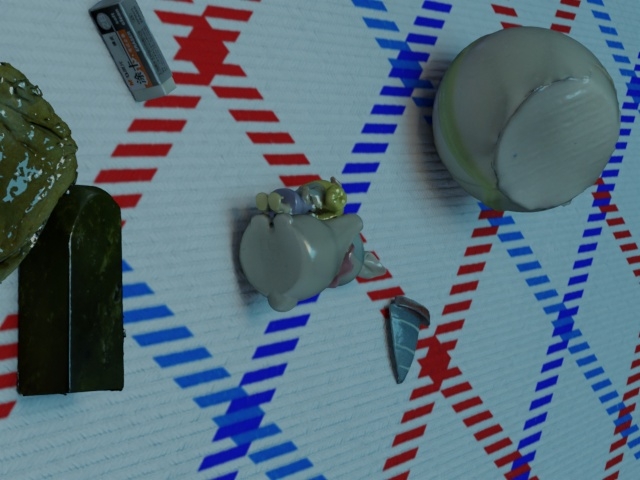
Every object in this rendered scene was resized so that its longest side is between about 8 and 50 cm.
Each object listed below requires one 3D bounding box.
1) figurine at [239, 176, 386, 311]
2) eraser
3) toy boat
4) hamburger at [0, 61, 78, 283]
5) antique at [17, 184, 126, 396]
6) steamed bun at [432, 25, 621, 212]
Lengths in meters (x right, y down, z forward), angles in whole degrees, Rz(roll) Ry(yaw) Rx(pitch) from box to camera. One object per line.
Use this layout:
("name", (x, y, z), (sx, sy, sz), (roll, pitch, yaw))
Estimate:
("figurine", (0.000, 0.000, 1.512), (0.235, 0.127, 0.155), (-12, 86, -58))
("eraser", (-0.214, -0.219, 1.306), (0.029, 0.052, 0.122), (-50, 124, -42))
("toy boat", (0.127, 0.152, 1.724), (0.096, 0.034, 0.122), (32, 63, -40))
("hamburger", (-0.338, -0.063, 1.091), (0.206, 0.130, 0.183), (-55, 128, -16))
("antique", (-0.261, 0.050, 1.192), (0.080, 0.081, 0.220), (4, 82, -54))
("steamed bun", (0.309, -0.208, 1.836), (0.309, 0.309, 0.309), (8, 79, -52))
